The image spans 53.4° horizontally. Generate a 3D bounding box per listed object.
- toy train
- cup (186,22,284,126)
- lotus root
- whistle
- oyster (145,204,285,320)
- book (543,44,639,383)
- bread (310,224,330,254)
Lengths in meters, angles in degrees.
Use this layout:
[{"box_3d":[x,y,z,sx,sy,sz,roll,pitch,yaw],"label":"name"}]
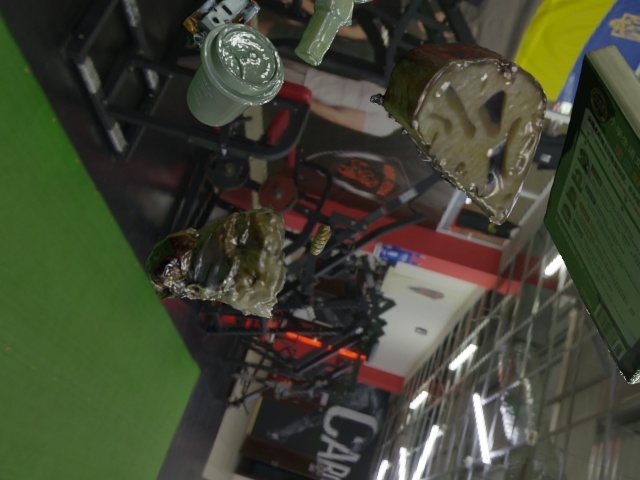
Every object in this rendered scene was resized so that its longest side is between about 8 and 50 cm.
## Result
[{"box_3d":[-0.208,-0.459,1.325,0.127,0.089,0.219,-26,-153,52],"label":"toy train"},{"box_3d":[-0.129,-0.222,0.892,0.141,0.120,0.120,-32,-148,51],"label":"cup"},{"box_3d":[0.190,-0.142,0.776,0.170,0.261,0.074,-54,-143,9],"label":"lotus root"},{"box_3d":[0.038,-0.390,0.978,0.126,0.067,0.258,31,86,-41],"label":"whistle"},{"box_3d":[-0.155,0.033,0.908,0.107,0.233,0.161,25,59,-56],"label":"oyster"},{"box_3d":[0.262,-0.006,0.557,0.264,0.027,0.202,70,4,-59],"label":"book"},{"box_3d":[0.000,0.000,1.596,0.049,0.034,0.088,-81,-167,-58],"label":"bread"}]
